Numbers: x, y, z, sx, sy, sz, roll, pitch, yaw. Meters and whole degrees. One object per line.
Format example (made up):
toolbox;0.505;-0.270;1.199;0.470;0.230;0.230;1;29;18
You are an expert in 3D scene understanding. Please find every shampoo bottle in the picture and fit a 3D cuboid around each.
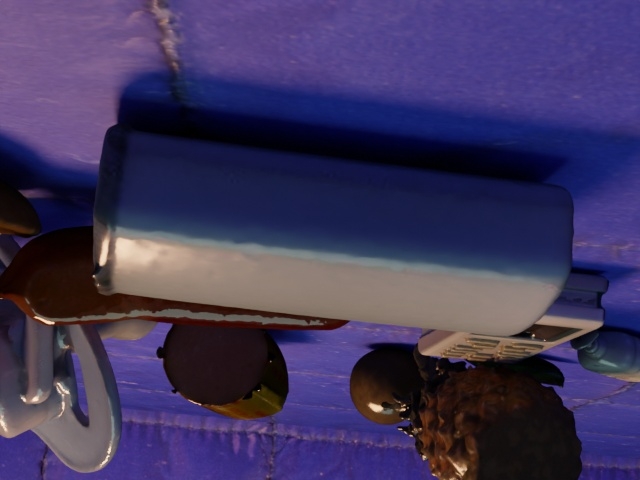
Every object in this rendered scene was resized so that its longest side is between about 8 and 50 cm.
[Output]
shampoo bottle;0.306;0.119;1.351;0.077;0.045;0.152;-3;167;39

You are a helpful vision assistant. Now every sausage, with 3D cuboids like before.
sausage;-0.103;0.026;1.004;0.300;0.083;0.089;2;-153;-10
sausage;-0.095;0.156;1.533;0.125;0.117;0.317;18;171;11

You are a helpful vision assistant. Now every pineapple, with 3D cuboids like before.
pineapple;0.156;0.197;1.412;0.169;0.169;0.340;10;-174;-19

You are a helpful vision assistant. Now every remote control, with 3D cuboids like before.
remote control;0.172;0.076;1.199;0.103;0.055;0.277;7;167;-7

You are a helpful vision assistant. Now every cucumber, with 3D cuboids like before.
cucumber;0.232;0.150;1.547;0.184;0.033;0.036;15;-172;-35

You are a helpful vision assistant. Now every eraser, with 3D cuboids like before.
eraser;0.000;0.000;0.842;0.290;0.104;0.189;7;163;-7

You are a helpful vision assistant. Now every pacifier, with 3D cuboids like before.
pacifier;-0.241;0.068;1.156;0.287;0.238;0.226;17;-150;39

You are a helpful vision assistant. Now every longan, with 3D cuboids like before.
longan;0.091;0.180;1.616;0.106;0.106;0.119;-7;-156;43

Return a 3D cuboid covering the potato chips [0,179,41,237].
potato chips;-0.285;-0.037;0.918;0.150;0.049;0.202;2;173;33
